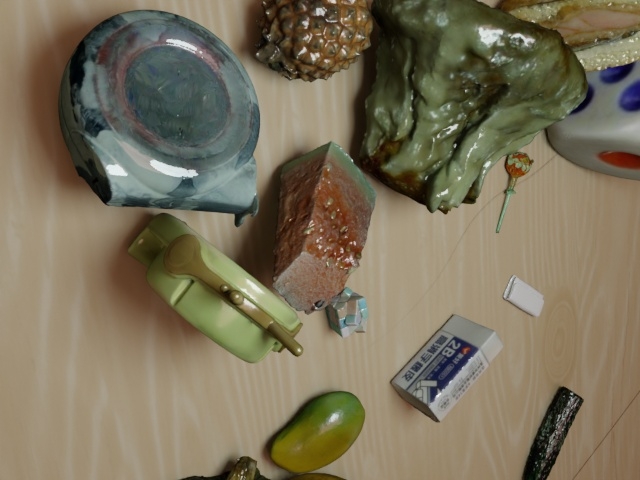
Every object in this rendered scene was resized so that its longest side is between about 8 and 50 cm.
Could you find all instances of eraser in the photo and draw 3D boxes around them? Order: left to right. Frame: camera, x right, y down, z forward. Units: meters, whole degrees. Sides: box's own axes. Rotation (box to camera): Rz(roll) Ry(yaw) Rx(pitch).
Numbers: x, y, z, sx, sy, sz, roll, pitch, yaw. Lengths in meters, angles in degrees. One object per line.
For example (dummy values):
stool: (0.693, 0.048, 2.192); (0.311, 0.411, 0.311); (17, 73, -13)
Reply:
eraser: (0.260, 0.256, 1.123); (0.210, 0.124, 0.068); (-43, 117, -16)

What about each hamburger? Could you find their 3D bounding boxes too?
hamburger: (0.532, -0.452, 1.074); (0.209, 0.329, 0.162); (-59, 134, -35)

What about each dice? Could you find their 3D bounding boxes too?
dice: (0.700, -0.308, 1.171); (0.276, 0.304, 0.304); (21, 88, -31)

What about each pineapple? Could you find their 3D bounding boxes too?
pineapple: (-0.021, -0.323, 0.844); (0.193, 0.166, 0.166); (-36, 114, -21)

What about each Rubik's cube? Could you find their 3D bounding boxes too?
Rubik's cube: (0.056, 0.135, 1.012); (0.073, 0.084, 0.075); (-19, 124, -21)

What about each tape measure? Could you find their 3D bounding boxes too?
tape measure: (-0.214, -0.161, 0.741); (0.256, 0.147, 0.275); (3, 76, -35)

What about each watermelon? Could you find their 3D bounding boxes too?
watermelon: (0.000, 0.000, 0.858); (0.193, 0.139, 0.257); (52, 35, -27)

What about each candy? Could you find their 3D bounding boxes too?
candy: (0.418, -0.105, 1.206); (0.055, 0.049, 0.185); (14, 99, -1)

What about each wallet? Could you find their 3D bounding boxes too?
wallet: (0.483, 0.133, 1.289); (0.122, 0.025, 0.061); (29, 77, -30)

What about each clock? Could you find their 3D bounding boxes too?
clock: (-0.136, 0.076, 0.755); (0.235, 0.308, 0.096); (44, 80, -28)

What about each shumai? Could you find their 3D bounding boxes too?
shumai: (0.217, -0.217, 0.929); (0.397, 0.324, 0.323); (14, 110, -37)

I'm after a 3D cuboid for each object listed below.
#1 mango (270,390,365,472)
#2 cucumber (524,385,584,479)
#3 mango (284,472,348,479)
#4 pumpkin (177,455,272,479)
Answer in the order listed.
mango: (-0.001, 0.360, 1.021); (0.191, 0.085, 0.122); (-37, 127, -8)
cucumber: (0.580, 0.515, 1.389); (0.067, 0.067, 0.294); (29, 86, -31)
mango: (0.018, 0.546, 1.028); (0.193, 0.146, 0.316); (-46, 111, -13)
pumpkin: (-0.188, 0.449, 0.900); (0.248, 0.131, 0.126); (-38, 115, -21)
